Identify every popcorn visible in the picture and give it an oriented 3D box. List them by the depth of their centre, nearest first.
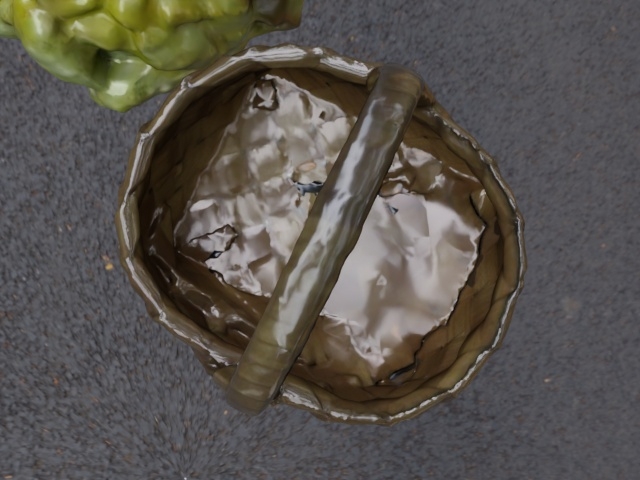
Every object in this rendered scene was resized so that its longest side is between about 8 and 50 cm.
[{"bbox_3d":[-0.165,-0.268,0.777,0.312,0.312,0.312,3,74,-9],"label":"popcorn"}]

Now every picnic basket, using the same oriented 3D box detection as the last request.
[{"bbox_3d":[0.000,0.000,0.623,0.337,0.337,0.293,27,96,-1],"label":"picnic basket"}]
